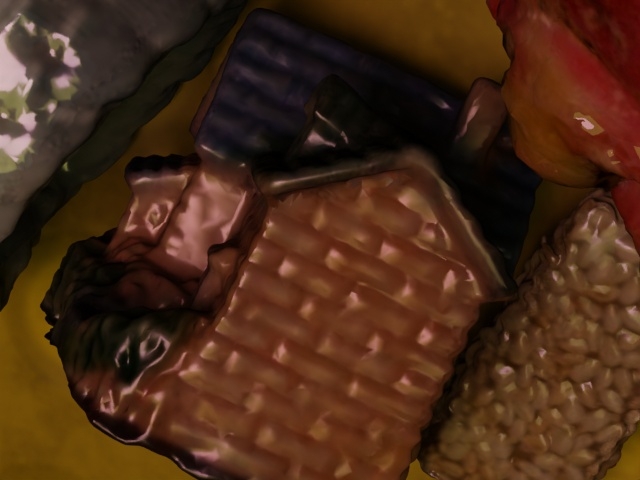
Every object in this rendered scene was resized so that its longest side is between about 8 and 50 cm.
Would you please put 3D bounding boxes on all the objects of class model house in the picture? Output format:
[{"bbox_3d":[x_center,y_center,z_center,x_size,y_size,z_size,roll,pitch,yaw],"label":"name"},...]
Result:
[{"bbox_3d":[0.000,0.000,0.756,0.166,0.183,0.172,28,98,-9],"label":"model house"}]

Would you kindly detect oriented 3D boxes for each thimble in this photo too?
[{"bbox_3d":[-0.152,-0.079,0.778,0.172,0.205,0.250,41,145,-2],"label":"thimble"}]

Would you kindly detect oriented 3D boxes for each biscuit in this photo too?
[{"bbox_3d":[0.106,0.047,0.817,0.082,0.070,0.168,34,119,8],"label":"biscuit"}]

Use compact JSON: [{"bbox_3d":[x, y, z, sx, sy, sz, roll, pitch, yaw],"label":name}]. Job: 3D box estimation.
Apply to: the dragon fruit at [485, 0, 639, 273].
[{"bbox_3d":[0.173,-0.092,0.621,0.314,0.296,0.263,34,121,13],"label":"dragon fruit"}]
